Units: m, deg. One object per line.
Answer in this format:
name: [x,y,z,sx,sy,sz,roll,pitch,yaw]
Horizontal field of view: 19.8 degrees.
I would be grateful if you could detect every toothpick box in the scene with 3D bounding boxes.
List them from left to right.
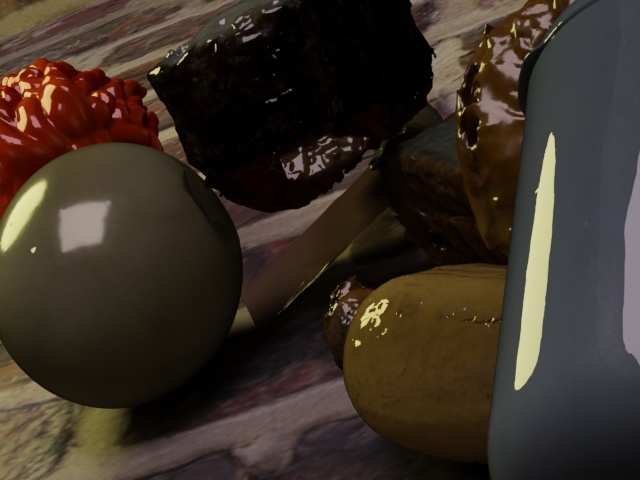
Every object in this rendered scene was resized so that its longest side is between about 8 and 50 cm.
toothpick box: [0.210,0.038,0.966,0.263,0.263,0.354,-12,49,31]

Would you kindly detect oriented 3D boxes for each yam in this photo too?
yam: [0.089,-0.078,1.759,0.078,0.078,0.179,-21,23,9]

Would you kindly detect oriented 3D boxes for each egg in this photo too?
egg: [-0.175,0.029,1.572,0.219,0.219,0.269,-19,31,15]

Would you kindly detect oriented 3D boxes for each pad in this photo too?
pad: [0.000,0.000,1.659,0.188,0.006,0.113,-45,20,4]

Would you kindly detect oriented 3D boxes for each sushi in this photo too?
sushi: [-0.005,-0.139,1.584,0.196,0.182,0.343,-32,5,28]

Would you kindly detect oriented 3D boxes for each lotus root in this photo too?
lotus root: [0.115,0.084,1.227,0.146,0.131,0.303,-10,8,-39]

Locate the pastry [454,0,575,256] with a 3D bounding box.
pastry: [0.249,-0.062,1.267,0.311,0.162,0.255,29,83,22]

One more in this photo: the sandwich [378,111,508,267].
sandwich: [0.243,-0.081,1.502,0.325,0.131,0.262,-29,19,-16]

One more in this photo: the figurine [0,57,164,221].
figurine: [-0.329,-0.049,1.982,0.412,0.241,0.306,-22,8,36]
